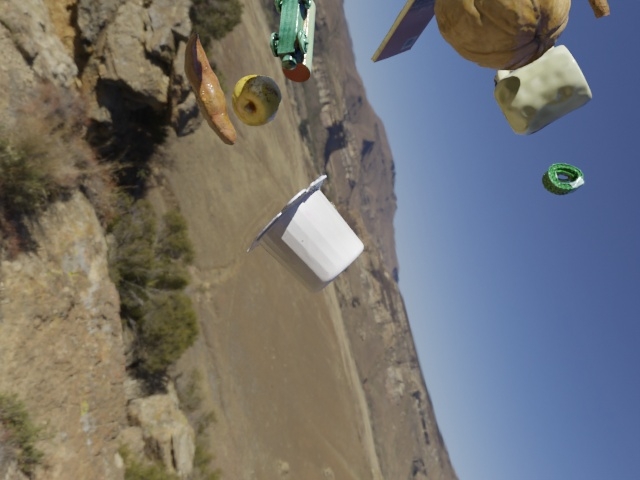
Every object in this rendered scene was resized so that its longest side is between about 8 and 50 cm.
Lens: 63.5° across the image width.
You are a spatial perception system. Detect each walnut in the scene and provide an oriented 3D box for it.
[{"bbox_3d":[0.431,-0.563,1.243,0.251,0.277,0.313,9,43,-42],"label":"walnut"}]

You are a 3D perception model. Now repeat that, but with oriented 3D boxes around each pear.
[{"bbox_3d":[-0.207,-0.466,1.709,0.178,0.177,0.178,-13,90,-85],"label":"pear"}]

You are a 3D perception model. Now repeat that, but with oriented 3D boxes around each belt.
[{"bbox_3d":[0.947,-0.235,2.026,0.079,0.151,0.121,97,-9,-66],"label":"belt"}]

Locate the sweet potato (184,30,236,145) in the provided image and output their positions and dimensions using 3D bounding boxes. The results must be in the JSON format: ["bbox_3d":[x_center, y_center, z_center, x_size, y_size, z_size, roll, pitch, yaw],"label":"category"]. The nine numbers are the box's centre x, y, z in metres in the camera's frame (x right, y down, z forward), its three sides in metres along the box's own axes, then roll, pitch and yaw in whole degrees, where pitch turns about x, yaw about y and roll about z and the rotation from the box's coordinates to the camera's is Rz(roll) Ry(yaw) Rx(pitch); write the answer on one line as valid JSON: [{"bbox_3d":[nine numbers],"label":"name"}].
[{"bbox_3d":[-0.356,-0.469,1.638,0.095,0.106,0.355,-34,117,-36],"label":"sweet potato"}]

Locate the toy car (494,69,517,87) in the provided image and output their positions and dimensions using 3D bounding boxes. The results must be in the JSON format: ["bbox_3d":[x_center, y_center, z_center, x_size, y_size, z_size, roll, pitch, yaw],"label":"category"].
[{"bbox_3d":[0.726,-0.580,1.865,0.209,0.089,0.108,45,-24,35],"label":"toy car"}]

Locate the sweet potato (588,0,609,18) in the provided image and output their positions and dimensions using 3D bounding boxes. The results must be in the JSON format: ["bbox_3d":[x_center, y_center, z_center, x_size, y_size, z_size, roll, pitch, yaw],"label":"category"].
[{"bbox_3d":[1.015,-0.969,1.913,0.059,0.067,0.282,-26,105,-42],"label":"sweet potato"}]

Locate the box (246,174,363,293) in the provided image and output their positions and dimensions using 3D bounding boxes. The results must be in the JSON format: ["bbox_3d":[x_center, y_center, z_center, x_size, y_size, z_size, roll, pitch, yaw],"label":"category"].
[{"bbox_3d":[-0.011,-0.005,1.274,0.206,0.262,0.291,46,-20,-1],"label":"box"}]

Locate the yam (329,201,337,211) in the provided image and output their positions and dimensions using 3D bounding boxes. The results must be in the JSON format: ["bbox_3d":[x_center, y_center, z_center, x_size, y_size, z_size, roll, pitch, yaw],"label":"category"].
[{"bbox_3d":[0.000,0.000,1.922,0.304,0.167,0.168,78,2,-50],"label":"yam"}]

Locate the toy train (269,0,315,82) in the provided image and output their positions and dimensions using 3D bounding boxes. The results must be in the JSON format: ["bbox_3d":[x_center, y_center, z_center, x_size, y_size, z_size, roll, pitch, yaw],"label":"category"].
[{"bbox_3d":[-0.068,-0.604,1.501,0.177,0.116,0.286,48,42,-66],"label":"toy train"}]

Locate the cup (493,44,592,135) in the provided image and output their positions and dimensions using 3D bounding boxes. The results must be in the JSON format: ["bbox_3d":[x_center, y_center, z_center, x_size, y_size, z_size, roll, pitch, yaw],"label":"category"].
[{"bbox_3d":[0.569,-0.430,1.389,0.173,0.202,0.256,-3,66,-62],"label":"cup"}]

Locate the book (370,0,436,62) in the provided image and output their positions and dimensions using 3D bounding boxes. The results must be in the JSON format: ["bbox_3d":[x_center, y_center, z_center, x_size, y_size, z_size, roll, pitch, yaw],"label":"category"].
[{"bbox_3d":[0.361,-0.838,1.939,0.028,0.262,0.374,51,-38,9],"label":"book"}]
